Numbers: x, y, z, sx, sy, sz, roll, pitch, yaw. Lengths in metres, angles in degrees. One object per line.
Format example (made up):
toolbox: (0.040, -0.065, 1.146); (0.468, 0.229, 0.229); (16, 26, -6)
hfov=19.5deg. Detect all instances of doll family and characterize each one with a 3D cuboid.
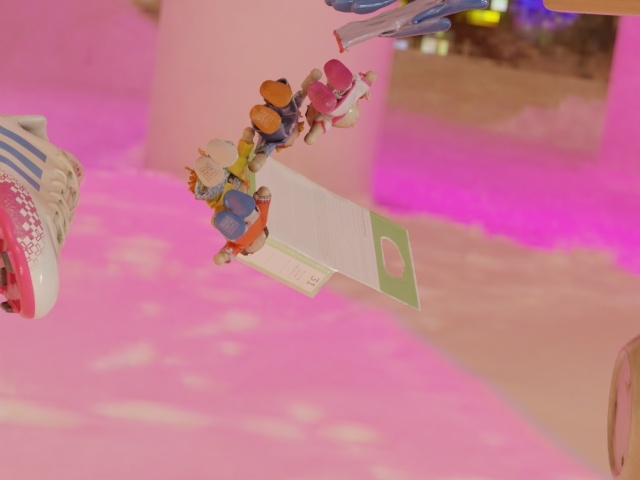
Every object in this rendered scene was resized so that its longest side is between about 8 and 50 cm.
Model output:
doll family: (-0.059, -0.101, 1.946); (0.118, 0.263, 0.163); (37, -5, 10)

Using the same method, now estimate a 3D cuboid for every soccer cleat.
soccer cleat: (-0.313, -0.043, 2.022); (0.143, 0.116, 0.331); (-10, 40, -20)

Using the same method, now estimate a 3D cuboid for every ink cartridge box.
ink cartridge box: (0.000, 0.000, 2.157); (0.235, 0.056, 0.171); (29, 29, -22)

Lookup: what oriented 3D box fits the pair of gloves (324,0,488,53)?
pair of gloves: (0.082, -0.234, 1.775); (0.159, 0.023, 0.198); (-18, 26, 7)

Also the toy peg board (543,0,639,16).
toy peg board: (0.229, -0.211, 1.113); (0.161, 0.160, 0.079); (10, 6, 40)

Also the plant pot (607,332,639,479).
plant pot: (0.375, 0.169, 1.753); (0.191, 0.284, 0.284); (5, 11, 0)
